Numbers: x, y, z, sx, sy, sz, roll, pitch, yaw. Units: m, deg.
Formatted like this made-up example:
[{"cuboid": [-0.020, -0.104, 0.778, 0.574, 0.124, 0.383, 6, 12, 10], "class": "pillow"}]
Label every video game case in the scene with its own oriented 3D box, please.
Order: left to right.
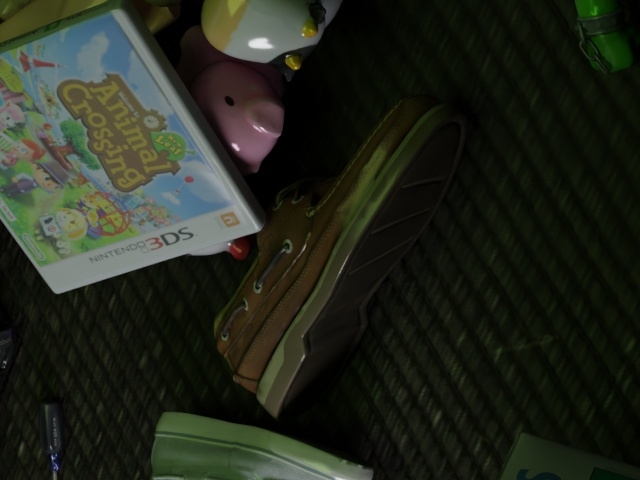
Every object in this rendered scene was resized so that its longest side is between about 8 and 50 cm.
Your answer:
[{"cuboid": [-0.173, -0.064, 1.406, 0.193, 0.023, 0.212, -17, 123, 24], "class": "video game case"}]

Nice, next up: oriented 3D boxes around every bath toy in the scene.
[{"cuboid": [-0.056, -0.118, 1.436, 0.129, 0.151, 0.348, 41, 125, 18], "class": "bath toy"}]

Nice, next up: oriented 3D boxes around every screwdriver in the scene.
[{"cuboid": [-0.241, 0.223, 1.732, 0.024, 0.025, 0.170, 11, 114, 35], "class": "screwdriver"}]

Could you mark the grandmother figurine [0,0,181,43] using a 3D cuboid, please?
[{"cuboid": [-0.252, -0.134, 1.519, 0.342, 0.208, 0.104, -35, 112, 27], "class": "grandmother figurine"}]

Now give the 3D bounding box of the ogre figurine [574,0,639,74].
[{"cuboid": [0.228, -0.205, 1.235, 0.118, 0.097, 0.197, 49, 142, -2], "class": "ogre figurine"}]

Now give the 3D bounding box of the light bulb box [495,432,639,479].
[{"cuboid": [0.231, 0.362, 1.169, 0.361, 0.225, 0.358, 17, 115, 12], "class": "light bulb box"}]

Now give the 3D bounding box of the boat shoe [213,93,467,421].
[{"cuboid": [0.000, 0.000, 1.435, 0.104, 0.111, 0.307, 43, 122, 22], "class": "boat shoe"}]

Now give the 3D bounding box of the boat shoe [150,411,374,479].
[{"cuboid": [-0.051, 0.193, 1.524, 0.227, 0.079, 0.081, 6, 79, 43], "class": "boat shoe"}]

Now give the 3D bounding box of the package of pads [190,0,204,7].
[{"cuboid": [-0.079, -0.224, 1.503, 0.050, 0.032, 0.083, 30, 116, 34], "class": "package of pads"}]

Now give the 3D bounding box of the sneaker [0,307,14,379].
[{"cuboid": [-0.339, 0.123, 1.732, 0.124, 0.107, 0.283, -8, 94, 33], "class": "sneaker"}]
